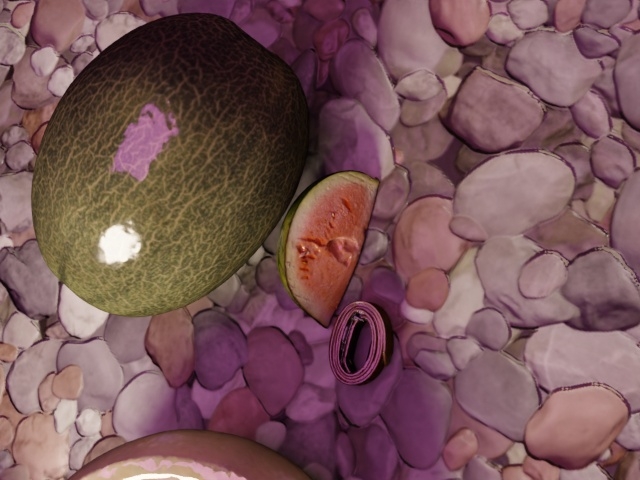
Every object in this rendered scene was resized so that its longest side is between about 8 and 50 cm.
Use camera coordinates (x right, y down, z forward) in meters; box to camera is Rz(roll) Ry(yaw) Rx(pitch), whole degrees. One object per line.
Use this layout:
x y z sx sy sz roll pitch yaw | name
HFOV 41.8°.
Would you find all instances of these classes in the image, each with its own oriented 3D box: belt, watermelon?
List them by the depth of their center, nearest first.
0.040 0.101 0.821 0.059 0.036 0.083 11 85 22 | belt
-0.011 -0.003 0.859 0.069 0.087 0.163 13 81 60 | watermelon

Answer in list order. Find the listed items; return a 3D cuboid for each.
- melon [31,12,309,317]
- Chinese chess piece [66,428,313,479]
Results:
-0.149 -0.070 0.817 0.237 0.237 0.302 39 96 23 | melon
-0.120 0.344 0.764 0.338 0.140 0.338 -2 81 12 | Chinese chess piece
